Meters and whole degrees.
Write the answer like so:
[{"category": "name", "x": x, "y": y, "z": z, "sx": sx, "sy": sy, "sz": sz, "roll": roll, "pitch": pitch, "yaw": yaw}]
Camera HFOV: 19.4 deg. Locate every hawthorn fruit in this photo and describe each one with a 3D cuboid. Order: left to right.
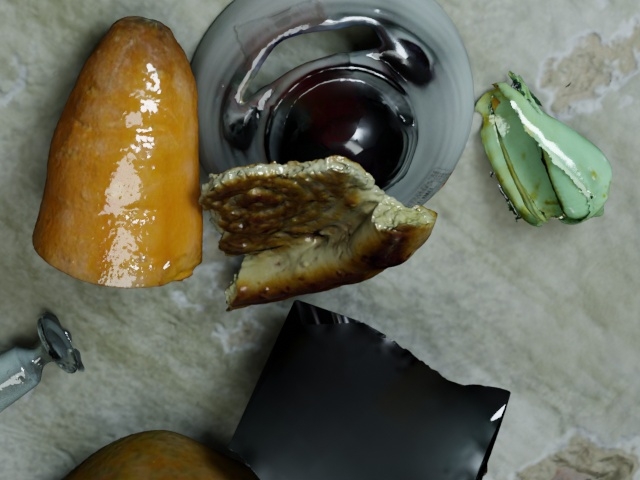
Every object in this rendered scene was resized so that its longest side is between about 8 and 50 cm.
[{"category": "hawthorn fruit", "x": -0.157, "y": 0.343, "z": 1.825, "sx": 0.267, "sy": 0.301, "sz": 0.268, "roll": -1, "pitch": 113, "yaw": -3}]

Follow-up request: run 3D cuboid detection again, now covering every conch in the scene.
[{"category": "conch", "x": 0.204, "y": -0.076, "z": 1.786, "sx": 0.106, "sy": 0.079, "sz": 0.170, "roll": -43, "pitch": 100, "yaw": 8}]

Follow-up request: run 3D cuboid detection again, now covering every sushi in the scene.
[{"category": "sushi", "x": 0.049, "y": 0.215, "z": 1.825, "sx": 0.227, "sy": 0.212, "sz": 0.215, "roll": 22, "pitch": 79, "yaw": 15}]

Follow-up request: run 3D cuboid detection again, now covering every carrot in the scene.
[{"category": "carrot", "x": -0.166, "y": -0.088, "z": 1.684, "sx": 0.159, "sy": 0.159, "sz": 0.225, "roll": 8, "pitch": 108, "yaw": -12}]

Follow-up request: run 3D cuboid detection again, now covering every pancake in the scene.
[{"category": "pancake", "x": 0.000, "y": 0.000, "z": 1.704, "sx": 0.212, "sy": 0.056, "sz": 0.257, "roll": 2, "pitch": 156, "yaw": 4}]

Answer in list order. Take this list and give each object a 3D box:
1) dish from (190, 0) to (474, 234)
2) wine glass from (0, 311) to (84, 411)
[{"category": "dish", "x": 0.017, "y": -0.104, "z": 1.706, "sx": 0.273, "sy": 0.134, "sz": 0.273, "roll": -4, "pitch": 117, "yaw": -7}, {"category": "wine glass", "x": -0.312, "y": 0.139, "z": 1.824, "sx": 0.155, "sy": 0.072, "sz": 0.072, "roll": -32, "pitch": 118, "yaw": 10}]
